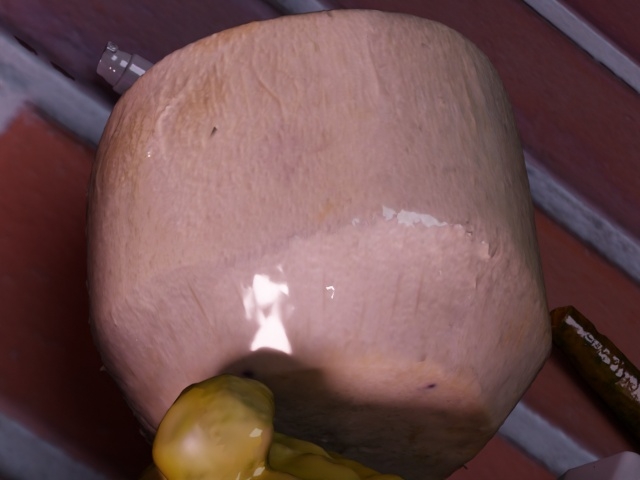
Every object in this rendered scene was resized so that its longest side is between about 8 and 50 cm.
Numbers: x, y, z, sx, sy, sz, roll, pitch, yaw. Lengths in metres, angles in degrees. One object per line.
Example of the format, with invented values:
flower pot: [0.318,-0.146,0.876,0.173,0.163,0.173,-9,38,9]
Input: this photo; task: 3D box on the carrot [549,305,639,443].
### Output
carrot: [0.223,0.114,0.883,0.170,0.042,0.042,47,44,0]

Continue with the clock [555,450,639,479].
clock: [0.237,0.279,0.725,0.262,0.116,0.231,37,45,-8]

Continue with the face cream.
face cream: [-0.085,-0.083,0.794,0.130,0.034,0.034,32,46,-16]

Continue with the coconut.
coconut: [0.000,0.000,0.658,0.245,0.245,0.247,19,50,-26]

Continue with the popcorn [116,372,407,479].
popcorn: [0.002,0.188,0.537,0.250,0.241,0.235,42,51,14]
